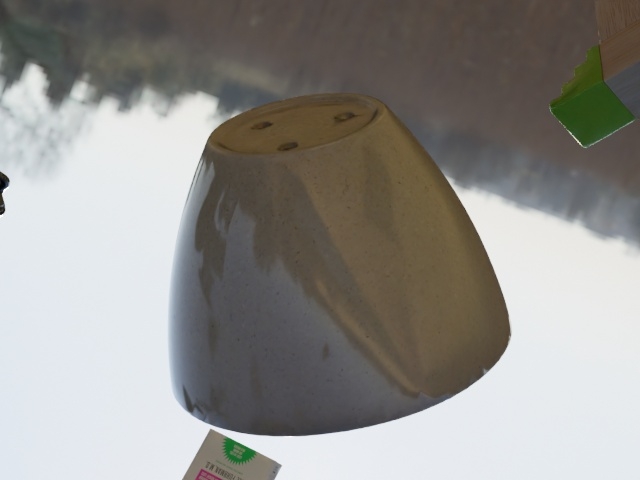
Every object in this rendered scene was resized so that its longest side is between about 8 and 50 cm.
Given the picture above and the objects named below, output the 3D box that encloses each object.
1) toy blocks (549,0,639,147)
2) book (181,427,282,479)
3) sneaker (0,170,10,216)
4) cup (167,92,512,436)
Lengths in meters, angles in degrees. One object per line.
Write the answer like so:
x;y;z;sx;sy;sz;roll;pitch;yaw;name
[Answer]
0.354;-0.242;1.273;0.191;0.381;0.261;42;-148;-30;toy blocks
-0.114;0.289;1.803;0.096;0.144;0.035;21;167;35;book
-0.353;-0.086;1.509;0.130;0.087;0.227;29;148;38;sneaker
0.000;0.000;1.543;0.331;0.237;0.331;-9;-158;4;cup
